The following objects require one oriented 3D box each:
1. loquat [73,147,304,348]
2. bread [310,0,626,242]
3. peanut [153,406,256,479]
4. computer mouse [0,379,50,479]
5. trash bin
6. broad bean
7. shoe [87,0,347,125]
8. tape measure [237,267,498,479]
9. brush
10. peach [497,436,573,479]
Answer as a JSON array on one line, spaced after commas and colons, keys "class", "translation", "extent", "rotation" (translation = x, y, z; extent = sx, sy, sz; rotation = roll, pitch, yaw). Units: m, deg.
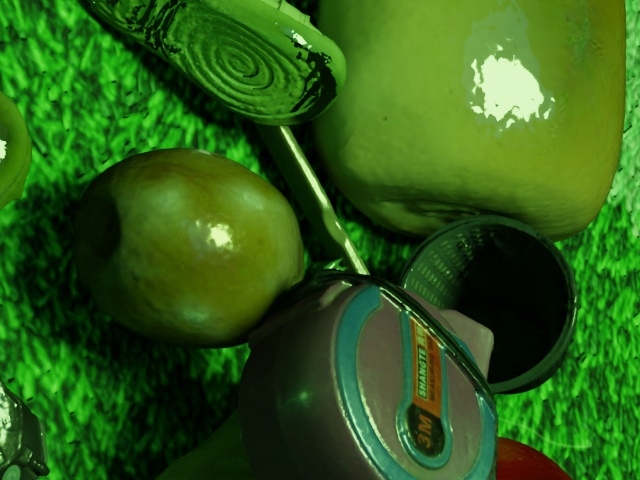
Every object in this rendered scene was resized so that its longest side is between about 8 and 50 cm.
[{"class": "loquat", "translation": [-0.108, 0.009, 1.709], "extent": [0.227, 0.179, 0.179], "rotation": [14, 70, -45]}, {"class": "bread", "translation": [0.159, -0.202, 1.934], "extent": [0.348, 0.253, 0.376], "rotation": [17, 67, -32]}, {"class": "peanut", "translation": [-0.046, 0.219, 1.734], "extent": [0.319, 0.147, 0.147], "rotation": [-39, 105, -42]}, {"class": "computer mouse", "translation": [-0.302, 0.145, 1.585], "extent": [0.192, 0.062, 0.106], "rotation": [43, 54, -31]}, {"class": "trash bin", "translation": [0.171, 0.078, 1.920], "extent": [0.161, 0.175, 0.175], "rotation": [47, 42, -70]}, {"class": "broad bean", "translation": [-0.317, -0.069, 1.620], "extent": [0.174, 0.082, 0.124], "rotation": [-20, 92, -31]}, {"class": "shoe", "translation": [-0.087, -0.215, 1.781], "extent": [0.262, 0.140, 0.128], "rotation": [27, 65, -7]}, {"class": "tape measure", "translation": [0.048, 0.153, 1.660], "extent": [0.245, 0.149, 0.231], "rotation": [31, 48, -34]}, {"class": "brush", "translation": [0.000, 0.000, 1.881], "extent": [0.048, 0.054, 0.282], "rotation": [-31, 100, -21]}, {"class": "peach", "translation": [0.147, 0.299, 1.823], "extent": [0.199, 0.243, 0.243], "rotation": [39, 55, -4]}]
